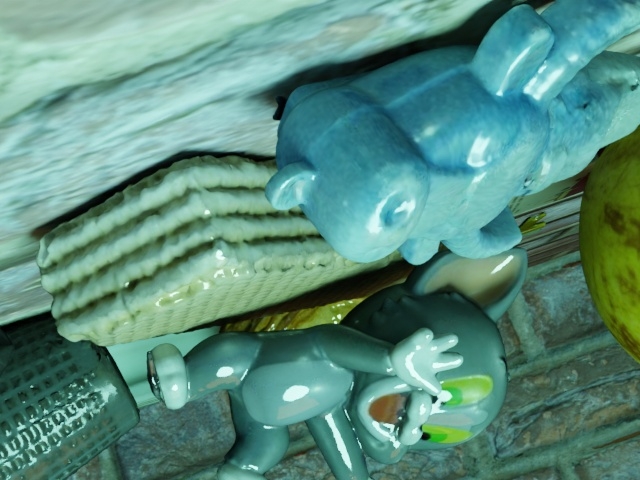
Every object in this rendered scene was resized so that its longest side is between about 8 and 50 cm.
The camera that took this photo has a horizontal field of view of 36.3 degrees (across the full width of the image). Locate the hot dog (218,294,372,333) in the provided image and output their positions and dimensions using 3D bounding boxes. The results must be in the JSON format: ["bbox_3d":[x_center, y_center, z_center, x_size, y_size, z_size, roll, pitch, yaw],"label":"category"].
[{"bbox_3d":[0.000,0.085,1.159,0.259,0.114,0.175,-17,167,-24],"label":"hot dog"}]

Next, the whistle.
[{"bbox_3d":[0.084,-0.053,0.501,0.269,0.093,0.180,-15,146,-31],"label":"whistle"}]

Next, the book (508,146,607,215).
[{"bbox_3d":[0.239,-0.056,1.063,0.231,0.022,0.162,-19,169,0],"label":"book"}]

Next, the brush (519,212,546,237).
[{"bbox_3d":[0.321,-0.021,1.519,0.083,0.011,0.205,-18,171,0],"label":"brush"}]

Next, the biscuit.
[{"bbox_3d":[0.000,0.000,0.705,0.144,0.079,0.426,-24,171,28],"label":"biscuit"}]

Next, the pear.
[{"bbox_3d":[0.347,-0.005,0.820,0.280,0.281,0.281,-18,172,-3],"label":"pear"}]

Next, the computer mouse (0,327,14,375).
[{"bbox_3d":[-0.264,0.058,0.591,0.099,0.057,0.172,-22,160,30],"label":"computer mouse"}]

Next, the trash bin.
[{"bbox_3d":[-0.252,0.143,0.851,0.161,0.175,0.175,-30,175,-15],"label":"trash bin"}]

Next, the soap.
[{"bbox_3d":[-0.219,0.162,1.231,0.265,0.088,0.159,-11,169,-43],"label":"soap"}]

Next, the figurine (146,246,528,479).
[{"bbox_3d":[0.015,0.106,0.676,0.265,0.193,0.140,2,-154,-7],"label":"figurine"}]
